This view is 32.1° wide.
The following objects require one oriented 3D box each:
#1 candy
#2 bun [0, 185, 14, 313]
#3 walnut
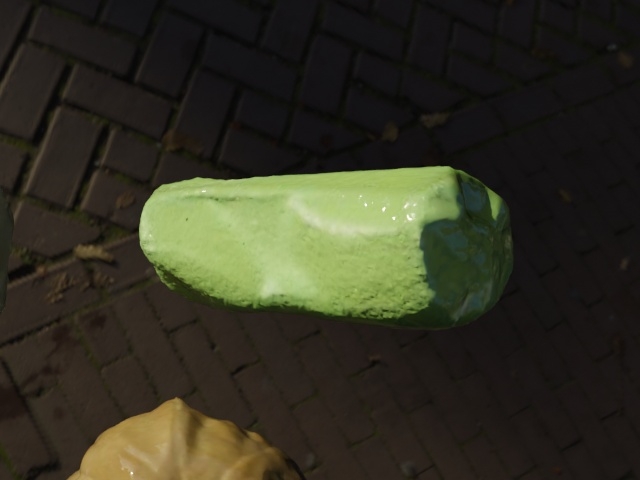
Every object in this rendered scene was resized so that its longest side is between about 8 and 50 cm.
[{"bbox_3d":[0.000,0.000,0.961,0.142,0.343,0.132,-38,120,-43],"label":"candy"},{"bbox_3d":[-0.205,-0.021,0.432,0.231,0.231,0.133,41,90,1],"label":"bun"},{"bbox_3d":[-0.109,0.241,0.907,0.225,0.261,0.225,1,79,-7],"label":"walnut"}]
